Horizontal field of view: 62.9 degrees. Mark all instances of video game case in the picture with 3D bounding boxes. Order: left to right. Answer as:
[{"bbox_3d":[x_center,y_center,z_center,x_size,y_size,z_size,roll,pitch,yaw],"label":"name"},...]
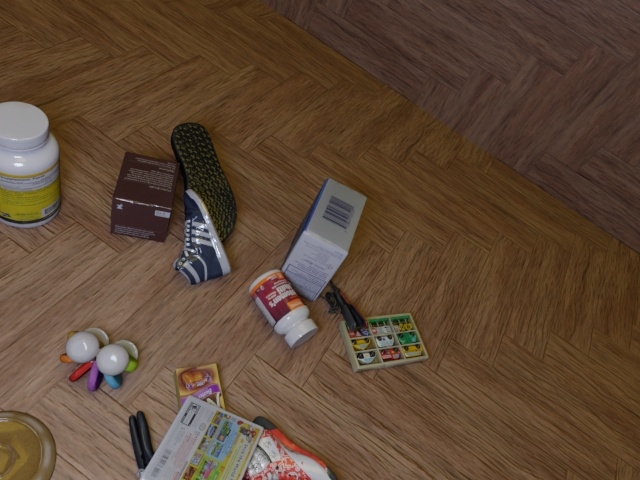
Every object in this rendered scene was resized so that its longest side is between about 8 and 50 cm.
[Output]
[{"bbox_3d":[-0.270,0.499,1.224,0.207,0.026,0.227,23,43,3],"label":"video game case"}]

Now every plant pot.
[{"bbox_3d":[-0.702,0.479,1.129,0.237,0.032,0.236,13,50,-15],"label":"plant pot"}]

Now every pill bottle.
[{"bbox_3d":[-0.812,-0.202,1.424,0.188,0.334,0.187,13,49,-15],"label":"pill bottle"},{"bbox_3d":[-0.109,0.204,1.569,0.121,0.121,0.221,-23,65,-37],"label":"pill bottle"}]

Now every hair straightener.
[{"bbox_3d":[0.059,0.203,1.670,0.089,0.047,0.230,-5,41,-29],"label":"hair straightener"}]

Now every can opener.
[{"bbox_3d":[-0.418,0.497,1.240,0.059,0.073,0.186,-34,65,2],"label":"can opener"}]

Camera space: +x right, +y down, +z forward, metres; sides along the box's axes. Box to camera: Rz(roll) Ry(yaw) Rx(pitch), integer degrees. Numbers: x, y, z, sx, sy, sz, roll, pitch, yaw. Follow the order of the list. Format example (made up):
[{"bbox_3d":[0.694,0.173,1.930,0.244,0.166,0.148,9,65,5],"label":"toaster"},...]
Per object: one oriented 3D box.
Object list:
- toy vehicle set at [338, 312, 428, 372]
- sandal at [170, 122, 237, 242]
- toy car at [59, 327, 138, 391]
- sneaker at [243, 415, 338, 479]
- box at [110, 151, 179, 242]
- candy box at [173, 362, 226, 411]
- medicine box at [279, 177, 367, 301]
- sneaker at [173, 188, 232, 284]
[{"bbox_3d":[0.202,0.323,1.676,0.267,0.035,0.165,-2,54,-27],"label":"toy vehicle set"},{"bbox_3d":[-0.387,-0.178,1.733,0.168,0.107,0.445,-7,70,-25],"label":"sandal"},{"bbox_3d":[-0.548,0.300,1.288,0.182,0.159,0.136,25,82,-6],"label":"toy car"},{"bbox_3d":[-0.097,0.574,1.297,0.270,0.090,0.145,35,48,10],"label":"sneaker"},{"bbox_3d":[-0.539,-0.133,1.611,0.169,0.167,0.203,12,50,-17],"label":"box"},{"bbox_3d":[-0.308,0.418,1.350,0.109,0.053,0.186,-2,56,-27],"label":"candy box"},{"bbox_3d":[0.000,0.000,1.671,0.149,0.289,0.263,27,47,-6],"label":"medicine box"},{"bbox_3d":[-0.387,-0.005,1.563,0.153,0.099,0.282,-24,93,-18],"label":"sneaker"}]
